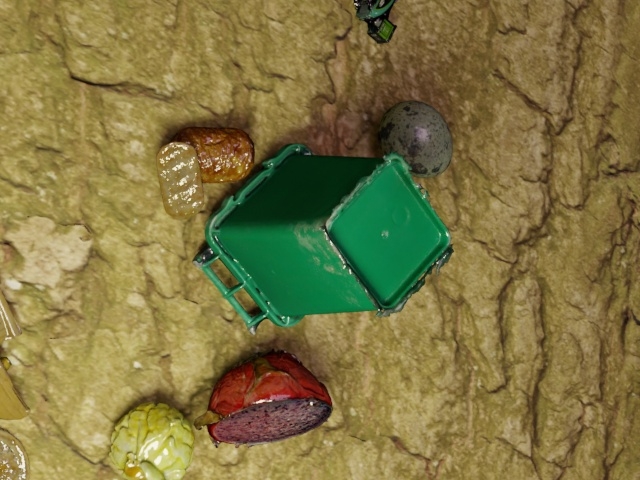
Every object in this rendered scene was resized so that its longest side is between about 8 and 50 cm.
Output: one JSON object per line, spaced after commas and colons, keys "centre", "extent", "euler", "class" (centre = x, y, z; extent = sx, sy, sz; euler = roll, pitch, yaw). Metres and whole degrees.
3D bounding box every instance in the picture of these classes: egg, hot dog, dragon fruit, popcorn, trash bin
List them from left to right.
{"centre": [-0.273, 0.333, 1.725], "extent": [0.141, 0.162, 0.136], "euler": [28, 110, 8], "class": "popcorn"}
{"centre": [-0.186, -0.147, 1.814], "extent": [0.147, 0.065, 0.099], "euler": [-3, 92, -9], "class": "hot dog"}
{"centre": [-0.100, 0.252, 1.817], "extent": [0.223, 0.218, 0.148], "euler": [-16, 63, 6], "class": "dragon fruit"}
{"centre": [0.000, 0.000, 1.744], "extent": [0.295, 0.381, 0.259], "euler": [-46, 110, -23], "class": "trash bin"}
{"centre": [0.183, -0.187, 2.000], "extent": [0.172, 0.132, 0.132], "euler": [46, 68, -34], "class": "egg"}

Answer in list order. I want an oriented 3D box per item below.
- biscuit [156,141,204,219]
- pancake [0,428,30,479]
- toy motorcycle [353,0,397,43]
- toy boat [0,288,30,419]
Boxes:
{"centre": [-0.235, -0.100, 1.780], "extent": [0.071, 0.018, 0.147], "euler": [-10, 122, -8], "class": "biscuit"}
{"centre": [-0.523, 0.363, 1.636], "extent": [0.151, 0.025, 0.152], "euler": [1, 89, -32], "class": "pancake"}
{"centre": [0.127, -0.471, 2.013], "extent": [0.100, 0.058, 0.173], "euler": [35, 74, -33], "class": "toy motorcycle"}
{"centre": [-0.525, 0.129, 1.602], "extent": [0.121, 0.089, 0.321], "euler": [-34, 107, -39], "class": "toy boat"}
